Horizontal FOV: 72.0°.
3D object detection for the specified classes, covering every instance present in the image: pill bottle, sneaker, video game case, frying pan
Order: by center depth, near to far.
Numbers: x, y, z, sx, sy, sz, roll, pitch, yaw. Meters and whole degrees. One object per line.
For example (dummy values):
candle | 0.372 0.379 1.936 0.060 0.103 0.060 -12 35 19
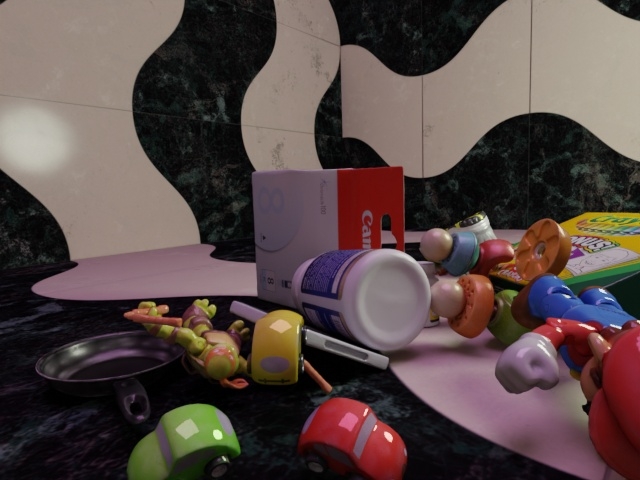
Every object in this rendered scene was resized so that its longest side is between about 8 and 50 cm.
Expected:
frying pan | -0.242 0.176 0.595 0.325 0.053 0.197 5 9 38
video game case | -0.021 0.139 0.657 0.173 0.022 0.190 28 -13 -35
pill bottle | 0.052 0.091 0.761 0.153 0.153 0.264 -5 1 -25
pill bottle | 0.195 0.101 0.842 0.065 0.117 0.065 -1 6 0
sneaker | 0.424 0.035 1.381 0.145 0.147 0.385 -25 -9 -8

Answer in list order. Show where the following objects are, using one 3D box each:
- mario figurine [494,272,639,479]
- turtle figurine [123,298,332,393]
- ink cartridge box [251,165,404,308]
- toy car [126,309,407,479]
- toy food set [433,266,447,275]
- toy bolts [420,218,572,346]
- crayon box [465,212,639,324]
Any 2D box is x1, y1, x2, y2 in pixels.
mario figurine | 0.293 0.143 0.467 0.197 0.170 0.320 -19 5 15
turtle figurine | -0.129 0.151 0.602 0.269 0.087 0.217 22 -4 -14
ink cartridge box | 0.000 0.000 0.951 0.091 0.309 0.384 -7 9 -43
toy car | -0.068 0.162 0.411 0.224 0.053 0.239 -20 38 -24
toy food set | 0.370 0.091 1.332 0.122 0.019 0.078 -3 6 -8
toy bolts | 0.265 0.031 0.741 0.158 0.219 0.229 18 21 -8
crayon box | 0.491 0.052 0.806 0.312 0.106 0.363 -24 7 -4
